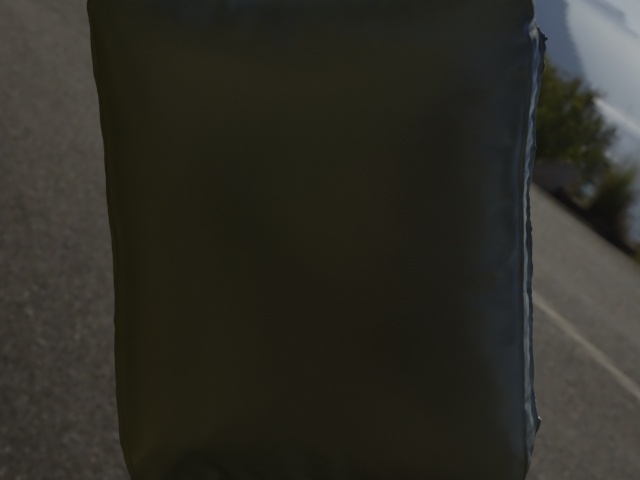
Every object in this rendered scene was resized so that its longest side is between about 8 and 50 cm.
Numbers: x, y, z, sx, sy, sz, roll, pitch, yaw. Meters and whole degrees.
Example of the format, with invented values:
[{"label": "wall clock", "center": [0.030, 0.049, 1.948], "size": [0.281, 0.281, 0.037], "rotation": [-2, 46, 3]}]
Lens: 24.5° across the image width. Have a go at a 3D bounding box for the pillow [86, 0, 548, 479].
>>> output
[{"label": "pillow", "center": [0.000, 0.000, 0.844], "size": [0.255, 0.322, 0.120], "rotation": [-1, 21, 5]}]
